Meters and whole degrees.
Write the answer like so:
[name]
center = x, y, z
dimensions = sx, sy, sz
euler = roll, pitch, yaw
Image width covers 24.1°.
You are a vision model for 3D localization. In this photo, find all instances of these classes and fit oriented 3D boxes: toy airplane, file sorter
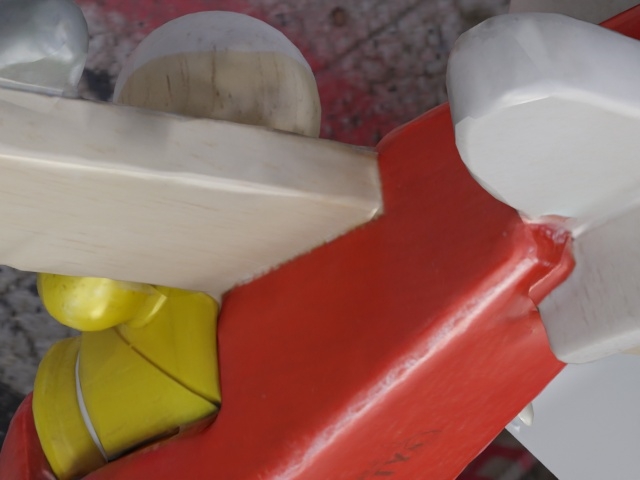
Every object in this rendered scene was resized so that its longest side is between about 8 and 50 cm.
[toy airplane]
center = 0.000, 0.000, 0.547
dimensions = 0.384, 0.272, 0.386
euler = -22, 144, -5
[file sorter]
center = 0.285, 0.057, 1.062
dimensions = 0.173, 0.193, 0.278
euler = -14, 142, -54
